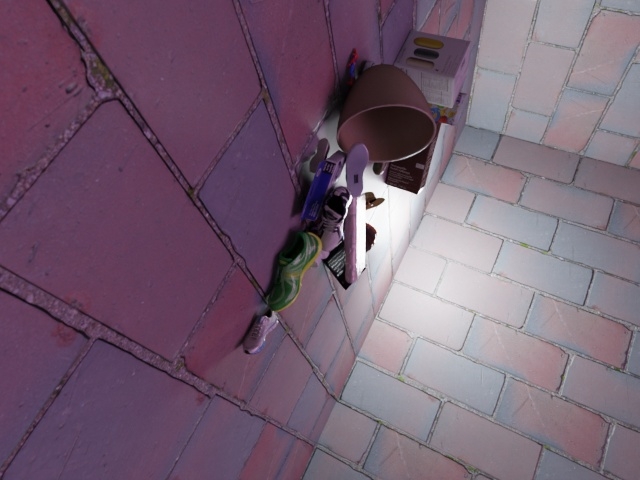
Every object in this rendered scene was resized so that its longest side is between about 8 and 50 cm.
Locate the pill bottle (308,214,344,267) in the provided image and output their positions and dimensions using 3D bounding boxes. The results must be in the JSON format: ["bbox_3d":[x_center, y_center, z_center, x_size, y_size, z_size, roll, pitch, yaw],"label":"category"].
[{"bbox_3d":[0.000,0.000,1.761,0.194,0.108,0.108,-60,159,-25],"label":"pill bottle"}]

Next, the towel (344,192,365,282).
[{"bbox_3d":[0.141,-0.024,1.927,0.317,0.053,0.332,-38,128,-76],"label":"towel"}]

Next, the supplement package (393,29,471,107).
[{"bbox_3d":[0.477,-0.733,2.045,0.199,0.262,0.198,-64,159,-15],"label":"supplement package"}]

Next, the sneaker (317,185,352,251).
[{"bbox_3d":[0.035,-0.069,1.610,0.235,0.094,0.153,-66,169,12],"label":"sneaker"}]

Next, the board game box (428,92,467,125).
[{"bbox_3d":[0.517,-0.642,2.225,0.144,0.275,0.142,-34,141,-59],"label":"board game box"}]

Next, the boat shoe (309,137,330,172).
[{"bbox_3d":[0.000,-0.275,1.579,0.038,0.046,0.125,44,60,-64],"label":"boat shoe"}]

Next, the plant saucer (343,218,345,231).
[{"bbox_3d":[0.078,-0.115,1.935,0.198,0.036,0.199,13,90,-70],"label":"plant saucer"}]

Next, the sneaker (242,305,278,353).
[{"bbox_3d":[-0.206,0.293,1.593,0.191,0.071,0.083,-60,154,-48],"label":"sneaker"}]

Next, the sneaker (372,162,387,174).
[{"bbox_3d":[0.281,-0.401,2.178,0.192,0.064,0.086,-64,152,-15],"label":"sneaker"}]

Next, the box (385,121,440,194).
[{"bbox_3d":[0.469,-0.444,2.431,0.143,0.191,0.382,-44,148,-50],"label":"box"}]

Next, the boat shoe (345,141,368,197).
[{"bbox_3d":[0.122,-0.259,1.688,0.229,0.080,0.076,85,-9,-47],"label":"boat shoe"}]

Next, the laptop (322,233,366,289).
[{"bbox_3d":[0.116,0.035,2.061,0.136,0.264,0.234,-37,180,36],"label":"laptop"}]

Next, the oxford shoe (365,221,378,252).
[{"bbox_3d":[0.222,-0.007,2.370,0.098,0.096,0.271,-56,158,-17],"label":"oxford shoe"}]

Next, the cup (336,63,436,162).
[{"bbox_3d":[0.215,-0.454,1.640,0.331,0.330,0.237,62,24,-65],"label":"cup"}]

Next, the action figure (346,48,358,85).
[{"bbox_3d":[0.104,-0.573,1.575,0.038,0.030,0.115,-15,119,-73],"label":"action figure"}]

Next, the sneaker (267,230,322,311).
[{"bbox_3d":[-0.110,0.097,1.621,0.123,0.109,0.296,32,83,-42],"label":"sneaker"}]

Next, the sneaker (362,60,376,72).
[{"bbox_3d":[0.218,-0.580,1.773,0.094,0.091,0.258,-69,161,-1],"label":"sneaker"}]

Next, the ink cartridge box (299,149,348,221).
[{"bbox_3d":[0.014,-0.181,1.621,0.223,0.045,0.224,-69,170,27],"label":"ink cartridge box"}]

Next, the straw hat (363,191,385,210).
[{"bbox_3d":[0.221,-0.192,2.208,0.144,0.144,0.061,36,35,-70],"label":"straw hat"}]
